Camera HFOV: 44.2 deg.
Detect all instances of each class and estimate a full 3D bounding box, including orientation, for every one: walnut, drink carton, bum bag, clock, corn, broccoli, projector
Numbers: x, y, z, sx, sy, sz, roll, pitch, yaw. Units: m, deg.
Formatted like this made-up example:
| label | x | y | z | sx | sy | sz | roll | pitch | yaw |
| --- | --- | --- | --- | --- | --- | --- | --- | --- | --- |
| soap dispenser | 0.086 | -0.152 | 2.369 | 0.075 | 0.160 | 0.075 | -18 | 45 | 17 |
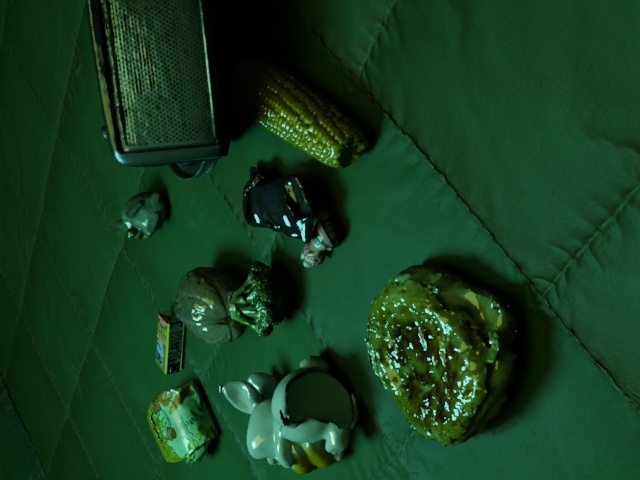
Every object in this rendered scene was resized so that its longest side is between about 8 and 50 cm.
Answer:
| label | x | y | z | sx | sy | sz | roll | pitch | yaw |
| --- | --- | --- | --- | --- | --- | --- | --- | --- | --- |
| walnut | -0.256 | 0.149 | 1.838 | 0.230 | 0.178 | 0.178 | 27 | 121 | 50 |
| drink carton | -0.408 | 0.275 | 2.141 | 0.071 | 0.056 | 0.166 | 39 | 129 | 48 |
| bum bag | -0.091 | -0.078 | 1.623 | 0.310 | 0.074 | 0.137 | 16 | 116 | 57 |
| clock | -0.319 | -0.258 | 1.880 | 0.226 | 0.049 | 0.226 | 18 | 114 | 45 |
| corn | -0.053 | -0.249 | 1.504 | 0.363 | 0.120 | 0.120 | 36 | 127 | 35 |
| broccoli | -0.129 | 0.131 | 1.702 | 0.146 | 0.138 | 0.162 | -105 | 8 | -59 |
| projector | -0.311 | -0.356 | 1.561 | 0.395 | 0.242 | 0.405 | -126 | 30 | -78 |

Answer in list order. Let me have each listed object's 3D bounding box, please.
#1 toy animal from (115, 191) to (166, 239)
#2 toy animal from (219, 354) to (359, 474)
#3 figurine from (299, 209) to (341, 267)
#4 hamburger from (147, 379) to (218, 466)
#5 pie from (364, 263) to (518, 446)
| label | x | y | z | sx | sy | sz | roll | pitch | yaw |
| --- | --- | --- | --- | --- | --- | --- | --- | --- | --- |
| toy animal | -0.479 | -0.059 | 2.112 | 0.108 | 0.138 | 0.236 | 36 | 167 | -10 |
| toy animal | -0.068 | 0.373 | 1.666 | 0.310 | 0.183 | 0.247 | -40 | 65 | 54 |
| figurine | 0.000 | 0.000 | 1.569 | 0.129 | 0.054 | 0.072 | 120 | 139 | -50 |
| hamburger | -0.386 | 0.507 | 2.124 | 0.235 | 0.125 | 0.214 | -31 | 66 | 36 |
| pie | 0.197 | 0.200 | 1.345 | 0.288 | 0.103 | 0.355 | 52 | 138 | 36 |
